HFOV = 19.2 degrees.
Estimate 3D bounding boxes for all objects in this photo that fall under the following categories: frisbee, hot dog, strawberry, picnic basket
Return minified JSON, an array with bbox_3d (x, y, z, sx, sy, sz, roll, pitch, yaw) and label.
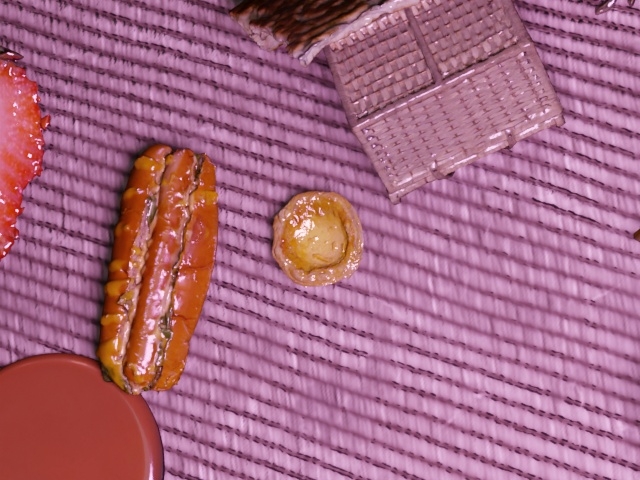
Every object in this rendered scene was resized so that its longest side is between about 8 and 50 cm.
[{"bbox_3d":[-0.283,0.240,1.971,0.251,0.021,0.250,-3,77,14],"label":"frisbee"},{"bbox_3d":[-0.165,0.029,1.965,0.115,0.072,0.269,6,78,7],"label":"hot dog"},{"bbox_3d":[-0.390,-0.097,2.035,0.175,0.107,0.236,23,83,-20],"label":"strawberry"},{"bbox_3d":[0.125,-0.148,1.887,0.196,0.154,0.134,-26,50,7],"label":"picnic basket"}]

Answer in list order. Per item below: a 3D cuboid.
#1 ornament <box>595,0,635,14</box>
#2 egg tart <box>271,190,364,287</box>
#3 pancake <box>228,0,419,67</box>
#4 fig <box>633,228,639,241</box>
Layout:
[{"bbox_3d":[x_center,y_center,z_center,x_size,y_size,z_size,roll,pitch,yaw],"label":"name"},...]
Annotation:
[{"bbox_3d":[0.379,-0.249,1.892,0.236,0.080,0.202,0,75,11],"label":"ornament"},{"bbox_3d":[0.000,0.000,1.945,0.105,0.039,0.105,-3,77,13],"label":"egg tart"},{"bbox_3d":[0.111,-0.274,1.870,0.427,0.305,0.067,-24,112,6],"label":"pancake"},{"bbox_3d":[0.377,-0.030,1.830,0.155,0.103,0.109,-31,47,3],"label":"fig"}]
